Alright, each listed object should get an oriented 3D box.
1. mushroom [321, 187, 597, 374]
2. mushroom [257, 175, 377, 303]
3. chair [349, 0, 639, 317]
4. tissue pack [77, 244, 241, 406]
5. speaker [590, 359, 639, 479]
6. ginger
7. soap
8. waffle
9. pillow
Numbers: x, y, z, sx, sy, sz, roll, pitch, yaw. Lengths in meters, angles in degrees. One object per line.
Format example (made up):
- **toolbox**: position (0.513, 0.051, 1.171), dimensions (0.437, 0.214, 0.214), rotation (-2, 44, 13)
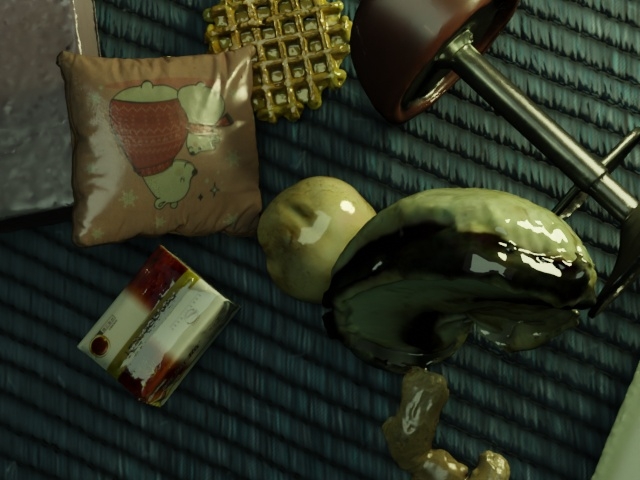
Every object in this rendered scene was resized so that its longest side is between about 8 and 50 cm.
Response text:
- **mushroom**: position (0.143, 0.039, 1.530), dimensions (0.247, 0.344, 0.130), rotation (15, 68, -14)
- **mushroom**: position (0.000, 0.000, 1.652), dimensions (0.148, 0.148, 0.112), rotation (-37, 39, 1)
- **chair**: position (0.222, -0.132, 1.586), dimensions (0.226, 0.226, 0.401), rotation (-45, 80, -1)
- **tissue pack**: position (-0.181, 0.096, 1.667), dimensions (0.106, 0.099, 0.148), rotation (38, 88, 11)
- **speaker**: position (0.373, 0.271, 1.535), dimensions (0.184, 0.183, 0.406), rotation (22, 84, 15)
- **ginger**: position (0.142, 0.264, 1.614), dimensions (0.149, 0.065, 0.258), rotation (-2, 92, 3)
- **soap**: position (-0.396, -0.155, 1.730), dimensions (0.285, 0.107, 0.296), rotation (-7, 80, 5)
- **waffle**: position (-0.050, -0.229, 1.731), dimensions (0.191, 0.038, 0.191), rotation (-1, 81, 7)
- **pillow**: position (-0.173, -0.108, 1.654), dimensions (0.236, 0.084, 0.223), rotation (-5, 85, -23)
